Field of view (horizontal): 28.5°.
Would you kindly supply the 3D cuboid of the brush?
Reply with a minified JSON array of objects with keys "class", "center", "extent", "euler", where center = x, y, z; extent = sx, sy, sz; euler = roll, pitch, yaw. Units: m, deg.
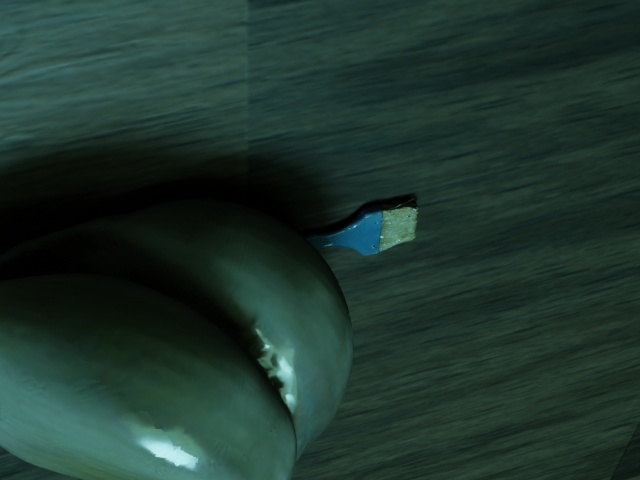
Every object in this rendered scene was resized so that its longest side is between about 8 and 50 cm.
[{"class":"brush","center":[0.000,0.000,1.004],"extent":[0.164,0.014,0.051],"euler":[-12,139,-13]}]

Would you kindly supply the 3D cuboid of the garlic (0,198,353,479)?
[{"class":"garlic","center":[-0.130,0.066,0.915],"extent":[0.340,0.231,0.246],"euler":[28,157,-15]}]
